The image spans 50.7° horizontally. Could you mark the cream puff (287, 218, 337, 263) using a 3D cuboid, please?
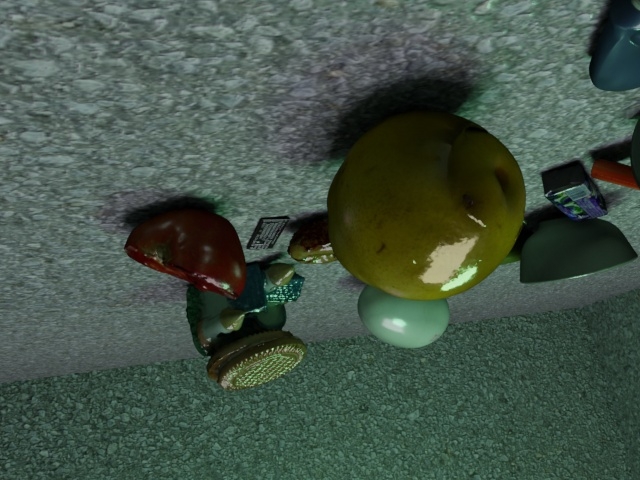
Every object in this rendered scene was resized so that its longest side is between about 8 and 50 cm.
[{"bbox_3d":[0.000,0.000,1.442,0.149,0.084,0.149,-6,163,-2],"label":"cream puff"}]

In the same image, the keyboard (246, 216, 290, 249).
[{"bbox_3d":[-0.115,-0.013,1.454,0.063,0.010,0.198,-4,163,-16],"label":"keyboard"}]

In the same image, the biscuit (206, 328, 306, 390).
[{"bbox_3d":[-0.164,0.308,1.738,0.259,0.079,0.259,-20,154,-10],"label":"biscuit"}]

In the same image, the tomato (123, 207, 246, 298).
[{"bbox_3d":[-0.229,0.012,1.241,0.233,0.139,0.200,20,167,22],"label":"tomato"}]

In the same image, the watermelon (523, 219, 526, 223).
[{"bbox_3d":[0.239,-0.053,1.207,0.188,0.188,0.214,5,-177,-43],"label":"watermelon"}]

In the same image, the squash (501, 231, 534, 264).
[{"bbox_3d":[0.460,0.028,1.842,0.331,0.087,0.087,-5,163,-13],"label":"squash"}]

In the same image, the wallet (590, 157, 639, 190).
[{"bbox_3d":[0.650,-0.117,1.337,0.204,0.045,0.142,20,-167,28],"label":"wallet"}]

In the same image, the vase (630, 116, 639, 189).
[{"bbox_3d":[0.703,-0.147,1.140,0.291,0.245,0.245,-3,163,-9],"label":"vase"}]

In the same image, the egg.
[{"bbox_3d":[0.256,0.217,2.095,0.230,0.230,0.371,-23,155,37],"label":"egg"}]

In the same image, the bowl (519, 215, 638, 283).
[{"bbox_3d":[0.638,0.008,1.724,0.289,0.146,0.289,-14,179,0],"label":"bowl"}]

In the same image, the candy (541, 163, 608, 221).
[{"bbox_3d":[0.569,-0.101,1.504,0.088,0.061,0.312,-17,162,27],"label":"candy"}]

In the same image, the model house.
[{"bbox_3d":[-0.154,0.160,1.719,0.267,0.194,0.325,2,156,-38],"label":"model house"}]

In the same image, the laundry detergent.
[{"bbox_3d":[0.398,-0.259,0.849,0.096,0.061,0.206,-6,165,14],"label":"laundry detergent"}]

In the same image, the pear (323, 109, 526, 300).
[{"bbox_3d":[0.135,-0.043,1.010,0.336,0.285,0.285,-36,153,29],"label":"pear"}]
